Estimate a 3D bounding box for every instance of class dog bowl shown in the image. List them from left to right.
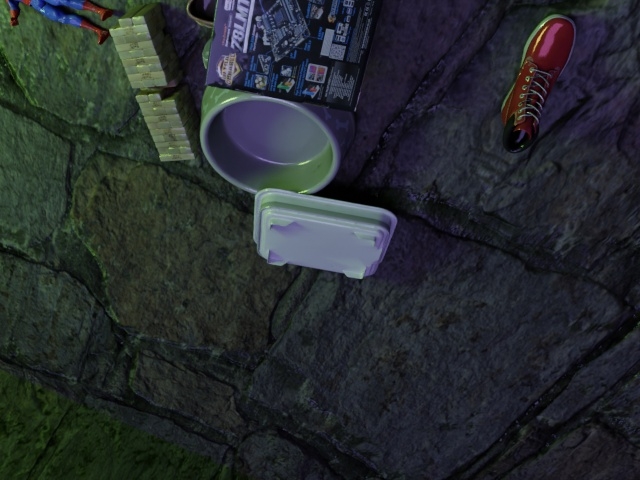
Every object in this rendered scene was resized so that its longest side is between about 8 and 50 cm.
[{"bbox_3d":[-0.101,-0.226,1.498,0.349,0.102,0.348,7,141,6],"label":"dog bowl"}]

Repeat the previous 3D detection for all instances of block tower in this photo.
[{"bbox_3d":[-0.353,-0.342,1.519,0.091,0.097,0.335,-2,126,17],"label":"block tower"}]

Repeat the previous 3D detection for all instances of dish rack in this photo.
[{"bbox_3d":[0.000,0.000,1.648,0.333,0.072,0.285,9,149,-2],"label":"dish rack"}]

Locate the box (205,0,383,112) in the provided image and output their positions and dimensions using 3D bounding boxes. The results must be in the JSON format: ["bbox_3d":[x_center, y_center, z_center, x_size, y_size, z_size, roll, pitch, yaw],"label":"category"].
[{"bbox_3d":[-0.046,-0.403,1.258,0.294,0.073,0.295,8,119,-10],"label":"box"}]

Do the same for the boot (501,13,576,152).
[{"bbox_3d":[0.412,-0.290,1.299,0.089,0.176,0.244,18,130,2],"label":"boot"}]

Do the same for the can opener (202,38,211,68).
[{"bbox_3d":[-0.112,-0.395,1.439,0.284,0.075,0.095,-3,160,17],"label":"can opener"}]

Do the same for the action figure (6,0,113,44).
[{"bbox_3d":[-0.598,-0.489,1.440,0.281,0.139,0.091,23,129,-1],"label":"action figure"}]

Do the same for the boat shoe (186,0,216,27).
[{"bbox_3d":[-0.108,-0.462,1.322,0.325,0.116,0.123,-7,110,20],"label":"boat shoe"}]
